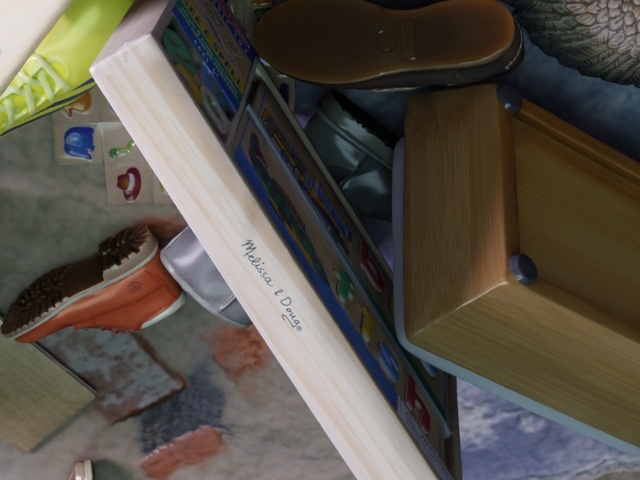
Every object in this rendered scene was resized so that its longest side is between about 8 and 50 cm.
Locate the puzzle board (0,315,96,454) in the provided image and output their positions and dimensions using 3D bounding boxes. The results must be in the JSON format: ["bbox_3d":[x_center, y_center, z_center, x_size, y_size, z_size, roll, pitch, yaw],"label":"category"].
[{"bbox_3d":[-0.275,0.124,1.690,0.096,0.011,0.128,-38,115,21],"label":"puzzle board"}]

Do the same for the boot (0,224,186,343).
[{"bbox_3d":[-0.191,0.058,1.628,0.158,0.059,0.084,-26,124,12],"label":"boot"}]

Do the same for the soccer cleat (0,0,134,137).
[{"bbox_3d":[-0.259,-0.105,1.478,0.289,0.121,0.093,-28,116,18],"label":"soccer cleat"}]

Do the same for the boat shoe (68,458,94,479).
[{"bbox_3d":[-0.233,0.255,1.749,0.045,0.050,0.135,7,121,-13],"label":"boat shoe"}]

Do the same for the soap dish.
[{"bbox_3d":[0.192,0.022,1.489,0.291,0.229,0.118,25,138,-29],"label":"soap dish"}]

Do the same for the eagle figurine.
[{"bbox_3d":[0.291,-0.187,1.426,0.298,0.225,0.226,-8,133,-10],"label":"eagle figurine"}]

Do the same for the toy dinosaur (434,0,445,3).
[{"bbox_3d":[0.086,-0.291,1.387,0.160,0.121,0.313,-7,119,12],"label":"toy dinosaur"}]

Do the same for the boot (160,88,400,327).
[{"bbox_3d":[0.001,0.000,1.582,0.189,0.076,0.208,39,104,-10],"label":"boot"}]

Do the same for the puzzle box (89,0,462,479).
[{"bbox_3d":[-0.018,-0.001,1.407,0.052,0.272,0.409,-29,106,11],"label":"puzzle box"}]

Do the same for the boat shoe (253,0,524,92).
[{"bbox_3d":[0.055,-0.147,1.486,0.207,0.073,0.073,4,80,15],"label":"boat shoe"}]

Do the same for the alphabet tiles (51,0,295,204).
[{"bbox_3d":[-0.119,-0.133,1.540,0.198,0.009,0.237,-2,122,-2],"label":"alphabet tiles"}]

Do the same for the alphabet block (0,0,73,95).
[{"bbox_3d":[-0.241,-0.249,1.321,0.192,0.193,0.197,27,141,-19],"label":"alphabet block"}]
